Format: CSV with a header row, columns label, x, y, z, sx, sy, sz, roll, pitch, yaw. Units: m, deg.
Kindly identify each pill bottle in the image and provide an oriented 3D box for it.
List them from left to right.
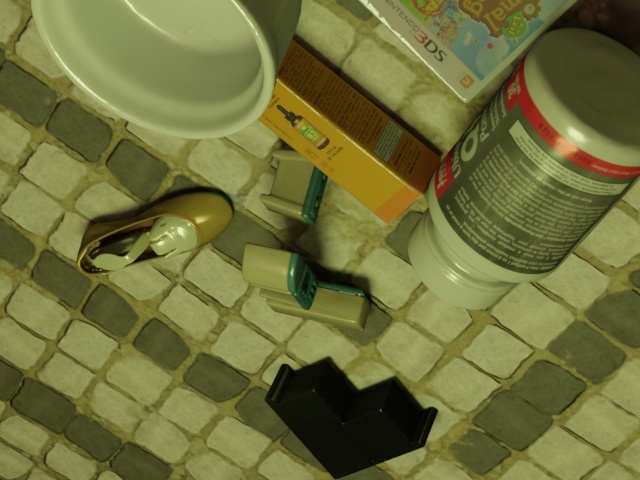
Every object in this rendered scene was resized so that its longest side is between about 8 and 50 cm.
label,x,y,z,sx,sy,sz,roll,pitch,yaw
pill bottle,0.226,-0.065,1.868,0.176,0.176,0.318,32,132,-5

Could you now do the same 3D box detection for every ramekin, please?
label,x,y,z,sx,sy,sz,roll,pitch,yaw
ramekin,-0.153,-0.251,1.828,0.277,0.135,0.277,17,143,13

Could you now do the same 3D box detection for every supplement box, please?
label,x,y,z,sx,sy,sz,roll,pitch,yaw
supplement box,0.021,-0.126,1.968,0.233,0.080,0.078,37,138,-12

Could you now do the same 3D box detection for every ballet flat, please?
label,x,y,z,sx,sy,sz,roll,pitch,yaw
ballet flat,-0.212,0.002,2.176,0.232,0.073,0.080,-17,120,32

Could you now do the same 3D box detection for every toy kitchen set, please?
label,x,y,z,sx,sy,sz,roll,pitch,yaw
toy kitchen set,0.000,0.000,2.097,0.122,0.166,0.207,13,168,13

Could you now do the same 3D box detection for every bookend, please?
label,x,y,z,sx,sy,sz,roll,pitch,yaw
bookend,0.039,0.216,2.250,0.156,0.072,0.157,-26,113,36

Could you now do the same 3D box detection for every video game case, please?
label,x,y,z,sx,sy,sz,roll,pitch,yaw
video game case,0.158,-0.277,1.772,0.193,0.023,0.212,42,108,-14
